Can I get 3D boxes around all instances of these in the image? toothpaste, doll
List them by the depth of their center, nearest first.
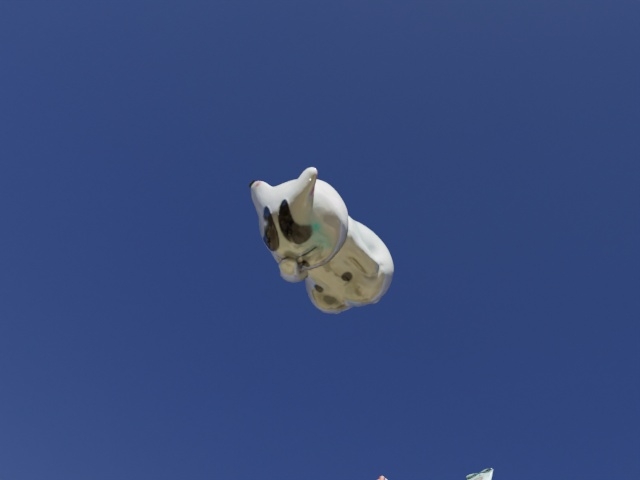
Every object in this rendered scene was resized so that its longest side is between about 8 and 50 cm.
[{"bbox_3d":[0.003,0.006,0.769,0.110,0.107,0.181,-17,-44,34],"label":"doll"},{"bbox_3d":[0.268,0.474,1.184,0.056,0.205,0.036,-29,-78,27],"label":"toothpaste"}]

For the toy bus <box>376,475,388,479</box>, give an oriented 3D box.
[{"bbox_3d":[0.126,0.428,0.981,0.077,0.065,0.192,-33,-75,16],"label":"toy bus"}]
